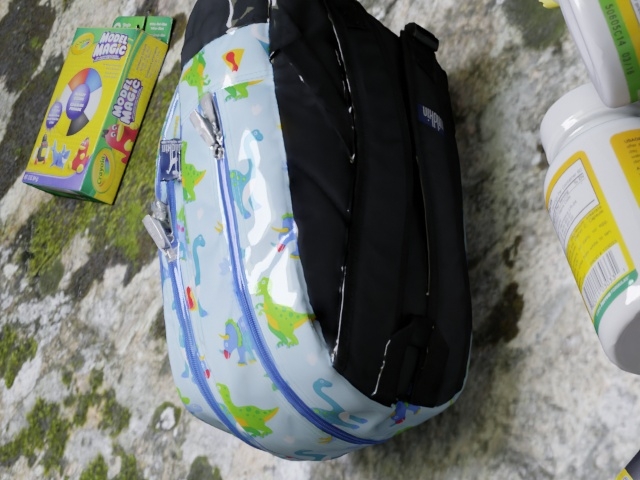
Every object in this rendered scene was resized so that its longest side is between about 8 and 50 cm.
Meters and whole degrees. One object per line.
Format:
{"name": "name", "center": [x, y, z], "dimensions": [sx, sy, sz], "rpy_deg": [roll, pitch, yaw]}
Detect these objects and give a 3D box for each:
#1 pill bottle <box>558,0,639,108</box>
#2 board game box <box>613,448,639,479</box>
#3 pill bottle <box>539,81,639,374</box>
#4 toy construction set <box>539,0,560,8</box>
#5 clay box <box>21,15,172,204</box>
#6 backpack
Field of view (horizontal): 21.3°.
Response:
{"name": "pill bottle", "center": [0.293, -0.199, 1.201], "dimensions": [0.245, 0.136, 0.136], "rpy_deg": [-22, 51, 7]}
{"name": "board game box", "center": [0.306, 0.167, 1.110], "dimensions": [0.194, 0.060, 0.194], "rpy_deg": [-52, 41, 14]}
{"name": "pill bottle", "center": [0.231, -0.015, 1.242], "dimensions": [0.117, 0.117, 0.208], "rpy_deg": [-41, 45, 27]}
{"name": "toy construction set", "center": [0.187, -0.279, 1.418], "dimensions": [0.327, 0.151, 0.215], "rpy_deg": [29, 94, 40]}
{"name": "clay box", "center": [-0.248, -0.156, 1.903], "dimensions": [0.127, 0.053, 0.222], "rpy_deg": [9, 79, 49]}
{"name": "backpack", "center": [0.000, 0.000, 1.386], "dimensions": [0.273, 0.290, 0.356], "rpy_deg": [-34, 57, 24]}
